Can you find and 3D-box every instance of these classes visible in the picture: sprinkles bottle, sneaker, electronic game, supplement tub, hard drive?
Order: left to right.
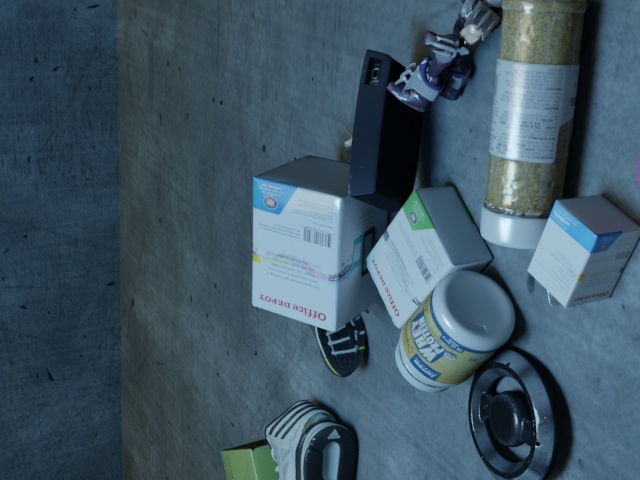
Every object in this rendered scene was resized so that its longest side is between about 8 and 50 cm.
[{"bbox_3d":[-0.036,0.584,2.072,0.257,0.169,0.448,-142,59,-62],"label":"sneaker"},{"bbox_3d":[0.013,0.162,1.917,0.121,0.111,0.300,111,146,-57],"label":"sneaker"},{"bbox_3d":[0.119,-0.185,1.529,0.054,0.172,0.255,3,82,33],"label":"hard drive"},{"bbox_3d":[0.220,0.158,1.483,0.144,0.144,0.200,66,148,27],"label":"supplement tub"},{"bbox_3d":[0.314,0.293,1.450,0.229,0.048,0.229,180,90,-66],"label":"electronic game"},{"bbox_3d":[0.305,-0.170,1.276,0.121,0.121,0.356,28,121,55],"label":"sprinkles bottle"}]

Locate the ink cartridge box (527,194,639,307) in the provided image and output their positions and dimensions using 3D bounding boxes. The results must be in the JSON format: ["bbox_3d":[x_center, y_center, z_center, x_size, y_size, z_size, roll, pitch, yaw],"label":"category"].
[{"bbox_3d":[0.366,0.021,1.245,0.090,0.092,0.143,52,139,42],"label":"ink cartridge box"}]

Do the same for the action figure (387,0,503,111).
[{"bbox_3d":[0.214,-0.315,1.366,0.099,0.185,0.285,43,145,7],"label":"action figure"}]

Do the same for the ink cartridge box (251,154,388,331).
[{"bbox_3d":[0.000,0.000,1.711,0.198,0.197,0.270,15,115,28],"label":"ink cartridge box"}]

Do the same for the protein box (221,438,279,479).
[{"bbox_3d":[-0.136,0.612,2.238,0.201,0.135,0.200,-27,74,59],"label":"protein box"}]

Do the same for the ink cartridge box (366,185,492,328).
[{"bbox_3d":[0.185,0.033,1.567,0.160,0.092,0.219,67,148,26],"label":"ink cartridge box"}]

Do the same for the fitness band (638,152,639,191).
[{"bbox_3d":[0.493,-0.103,1.031,0.291,0.054,0.209,-50,54,52],"label":"fitness band"}]

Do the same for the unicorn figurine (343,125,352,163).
[{"bbox_3d":[0.070,-0.142,1.775,0.111,0.060,0.162,-32,84,49],"label":"unicorn figurine"}]
